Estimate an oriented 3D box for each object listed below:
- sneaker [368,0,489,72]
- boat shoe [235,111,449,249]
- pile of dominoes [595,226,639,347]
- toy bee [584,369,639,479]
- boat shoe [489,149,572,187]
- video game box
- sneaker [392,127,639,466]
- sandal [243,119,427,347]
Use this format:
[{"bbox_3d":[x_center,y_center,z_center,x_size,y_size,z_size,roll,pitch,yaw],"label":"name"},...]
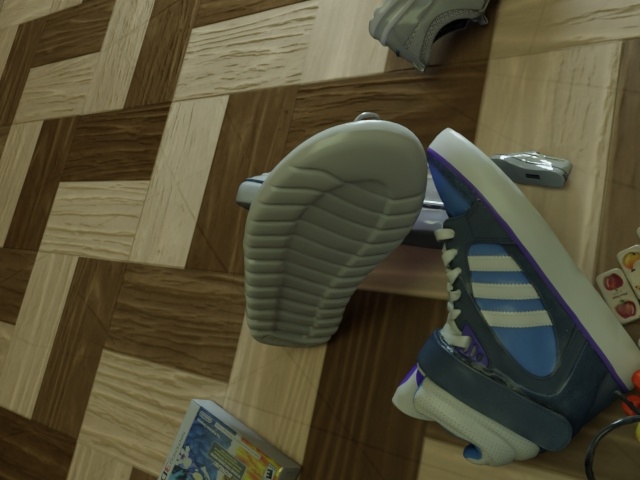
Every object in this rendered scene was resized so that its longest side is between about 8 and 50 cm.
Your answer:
[{"bbox_3d":[0.203,-0.350,0.841,0.281,0.105,0.115,-42,87,12],"label":"sneaker"},{"bbox_3d":[0.052,-0.088,0.812,0.367,0.136,0.156,7,78,35],"label":"boat shoe"},{"bbox_3d":[0.398,0.020,0.575,0.251,0.040,0.196,-51,52,10],"label":"pile of dominoes"},{"bbox_3d":[0.330,0.150,0.481,0.195,0.298,0.162,-52,9,7],"label":"toy bee"},{"bbox_3d":[0.252,-0.091,0.733,0.100,0.035,0.035,17,57,43],"label":"boat shoe"},{"bbox_3d":[-0.144,0.352,0.855,0.205,0.048,0.187,20,89,40],"label":"video game box"},{"bbox_3d":[0.144,0.075,0.630,0.236,0.130,0.323,-37,84,13],"label":"sneaker"},{"bbox_3d":[-0.015,-0.002,0.713,0.416,0.169,0.102,117,155,-49],"label":"sandal"}]
